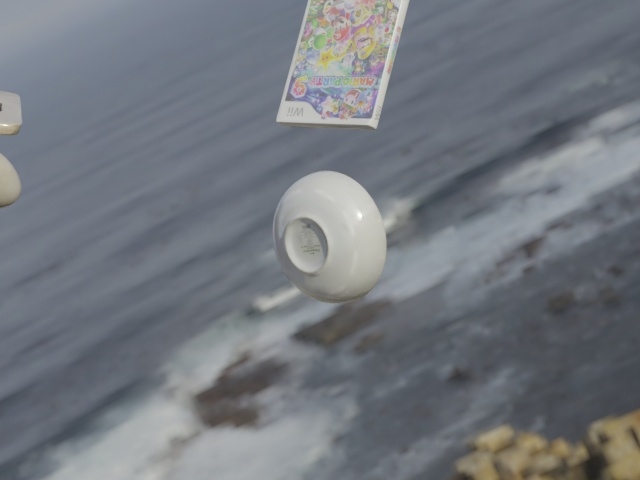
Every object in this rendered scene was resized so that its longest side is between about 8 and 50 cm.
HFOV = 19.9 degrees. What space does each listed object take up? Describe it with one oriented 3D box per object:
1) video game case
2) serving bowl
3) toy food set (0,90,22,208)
[{"bbox_3d":[0.018,-0.139,1.317,0.087,0.122,0.011,5,-15,38],"label":"video game case"},{"bbox_3d":[0.000,0.000,1.118,0.083,0.083,0.027,-16,0,41],"label":"serving bowl"},{"bbox_3d":[-0.303,0.033,1.391,0.220,0.092,0.306,-132,65,-75],"label":"toy food set"}]
